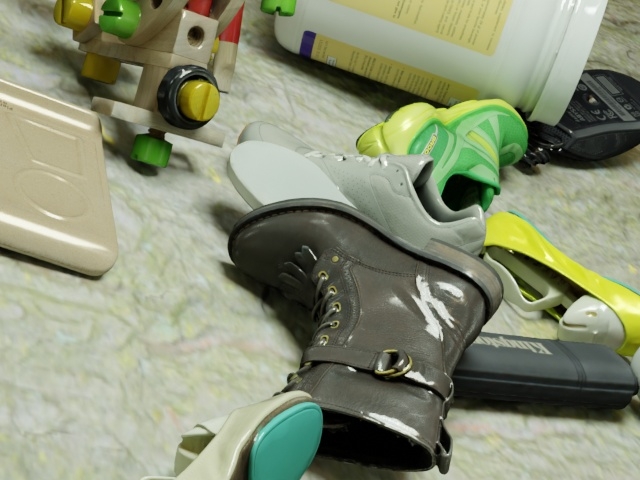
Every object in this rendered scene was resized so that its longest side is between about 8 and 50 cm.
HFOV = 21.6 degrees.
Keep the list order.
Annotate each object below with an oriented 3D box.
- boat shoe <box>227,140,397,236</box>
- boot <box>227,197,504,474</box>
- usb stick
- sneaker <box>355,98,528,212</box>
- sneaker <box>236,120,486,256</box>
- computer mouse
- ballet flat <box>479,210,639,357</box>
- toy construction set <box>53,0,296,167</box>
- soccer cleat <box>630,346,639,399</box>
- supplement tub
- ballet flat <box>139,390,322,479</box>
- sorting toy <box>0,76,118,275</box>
[{"bbox_3d":[0.000,0.000,1.480,0.219,0.070,0.078,39,48,10],"label":"boat shoe"},{"bbox_3d":[0.009,0.075,1.323,0.263,0.091,0.229,13,39,19],"label":"boot"},{"bbox_3d":[0.164,0.110,1.470,0.278,0.045,0.077,8,32,-34],"label":"usb stick"},{"bbox_3d":[0.134,-0.075,1.730,0.295,0.109,0.123,-12,76,-59],"label":"sneaker"},{"bbox_3d":[0.045,-0.050,1.550,0.262,0.121,0.099,35,27,12],"label":"sneaker"},{"bbox_3d":[0.290,-0.145,2.018,0.272,0.072,0.188,-8,45,-32],"label":"computer mouse"},{"bbox_3d":[0.236,0.057,1.618,0.231,0.077,0.077,37,49,22],"label":"ballet flat"},{"bbox_3d":[-0.144,-0.184,1.585,0.257,0.237,0.309,8,-1,25],"label":"toy construction set"},{"bbox_3d":[0.419,0.197,1.485,0.331,0.116,0.143,33,27,8],"label":"soccer cleat"},{"bbox_3d":[0.137,-0.275,1.855,0.331,0.241,0.241,19,27,0],"label":"supplement tub"},{"bbox_3d":[-0.075,0.163,1.124,0.086,0.086,0.248,33,28,7],"label":"ballet flat"},{"bbox_3d":[-0.263,-0.062,1.370,0.193,0.038,0.208,19,33,-24],"label":"sorting toy"}]
